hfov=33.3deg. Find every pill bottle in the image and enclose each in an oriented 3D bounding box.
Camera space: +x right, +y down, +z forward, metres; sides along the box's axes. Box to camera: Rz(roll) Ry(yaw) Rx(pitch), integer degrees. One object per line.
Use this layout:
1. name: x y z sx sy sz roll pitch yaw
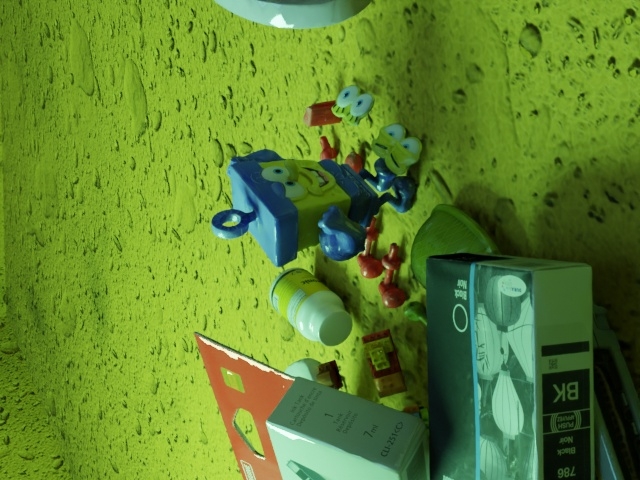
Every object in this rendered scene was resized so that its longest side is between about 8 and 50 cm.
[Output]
1. pill bottle: -0.010 0.083 1.304 0.116 0.065 0.065 38 133 52

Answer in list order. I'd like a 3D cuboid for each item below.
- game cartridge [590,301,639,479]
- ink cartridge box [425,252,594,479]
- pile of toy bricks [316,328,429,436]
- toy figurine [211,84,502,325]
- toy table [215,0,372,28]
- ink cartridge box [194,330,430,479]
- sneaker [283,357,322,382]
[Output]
1. game cartridge: 0.210 0.210 0.901 0.198 0.062 0.297 -48 50 53
2. ink cartridge box: 0.154 0.179 0.884 0.165 0.065 0.333 -176 82 -65
3. pile of toy bricks: 0.058 0.209 1.129 0.105 0.118 0.212 2 -109 -78
4. toy figurine: 0.000 0.000 1.085 0.362 0.217 0.191 52 143 43
5. toy table: -0.049 -0.338 1.053 0.274 0.252 0.161 40 151 40
6. ink cartridge box: -0.010 0.245 1.085 0.261 0.066 0.296 17 141 26
7. sneaker: 0.008 0.212 1.283 0.080 0.094 0.212 43 145 41
